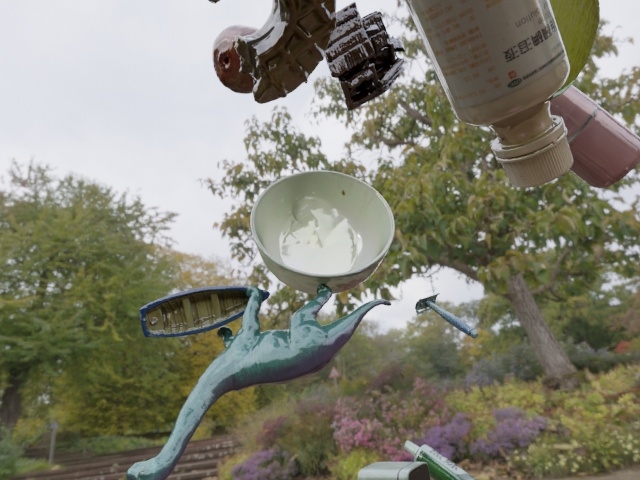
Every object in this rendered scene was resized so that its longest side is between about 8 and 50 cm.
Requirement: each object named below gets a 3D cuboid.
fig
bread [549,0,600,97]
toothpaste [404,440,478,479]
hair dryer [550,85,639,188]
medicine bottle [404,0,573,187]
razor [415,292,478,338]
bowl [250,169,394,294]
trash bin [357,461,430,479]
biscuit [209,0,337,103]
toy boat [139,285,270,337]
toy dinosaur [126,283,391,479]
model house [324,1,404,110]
[{"bbox_3d":[-0.212,-0.532,1.342,0.205,0.205,0.205,-7,-25,-3],"label":"fig"},{"bbox_3d":[0.356,-0.333,0.717,0.229,0.228,0.033,10,11,-34],"label":"bread"},{"bbox_3d":[0.364,0.608,1.120,0.392,0.061,0.099,23,11,41],"label":"toothpaste"},{"bbox_3d":[0.520,-0.200,1.037,0.125,0.210,0.352,-50,-4,-4],"label":"hair dryer"},{"bbox_3d":[0.177,-0.172,0.455,0.114,0.114,0.252,-21,-67,26],"label":"medicine bottle"},{"bbox_3d":[0.268,0.162,0.955,0.068,0.135,0.040,-11,-58,-35],"label":"razor"},{"bbox_3d":[0.000,0.000,0.924,0.277,0.277,0.145,-4,-38,-9],"label":"bowl"},{"bbox_3d":[0.170,0.548,1.062,0.130,0.059,0.116,-18,-20,33],"label":"trash bin"},{"bbox_3d":[-0.097,-0.442,0.841,0.268,0.115,0.366,-38,-36,5],"label":"biscuit"},{"bbox_3d":[-0.204,0.123,0.834,0.229,0.080,0.046,-13,-11,-10],"label":"toy boat"},{"bbox_3d":[-0.058,0.210,0.701,0.384,0.331,0.129,-7,-60,2],"label":"toy dinosaur"},{"bbox_3d":[0.145,-0.659,1.574,0.317,0.297,0.282,-28,-57,-1],"label":"model house"}]
